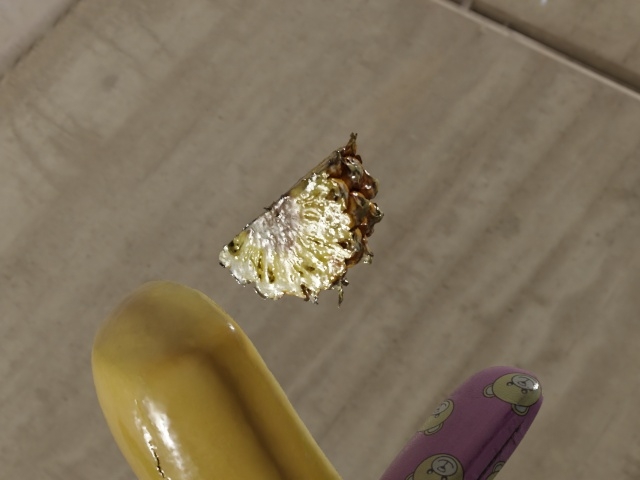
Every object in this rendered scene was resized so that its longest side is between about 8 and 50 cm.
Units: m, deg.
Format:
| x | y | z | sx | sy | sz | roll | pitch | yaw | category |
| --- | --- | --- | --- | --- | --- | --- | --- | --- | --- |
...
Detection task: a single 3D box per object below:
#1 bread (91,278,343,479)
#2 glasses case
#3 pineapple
| x | y | z | sx | sy | sz | roll | pitch | yaw | category |
| --- | --- | --- | --- | --- | --- | --- | --- | --- | --- |
| -0.063 | 0.127 | 0.760 | 0.098 | 0.147 | 0.217 | -43 | -66 | -20 | bread |
| 0.172 | 0.278 | 1.597 | 0.316 | 0.123 | 0.075 | -45 | -59 | -28 | glasses case |
| -0.001 | 0.001 | 1.338 | 0.233 | 0.135 | 0.079 | -42 | 0 | 42 | pineapple |
